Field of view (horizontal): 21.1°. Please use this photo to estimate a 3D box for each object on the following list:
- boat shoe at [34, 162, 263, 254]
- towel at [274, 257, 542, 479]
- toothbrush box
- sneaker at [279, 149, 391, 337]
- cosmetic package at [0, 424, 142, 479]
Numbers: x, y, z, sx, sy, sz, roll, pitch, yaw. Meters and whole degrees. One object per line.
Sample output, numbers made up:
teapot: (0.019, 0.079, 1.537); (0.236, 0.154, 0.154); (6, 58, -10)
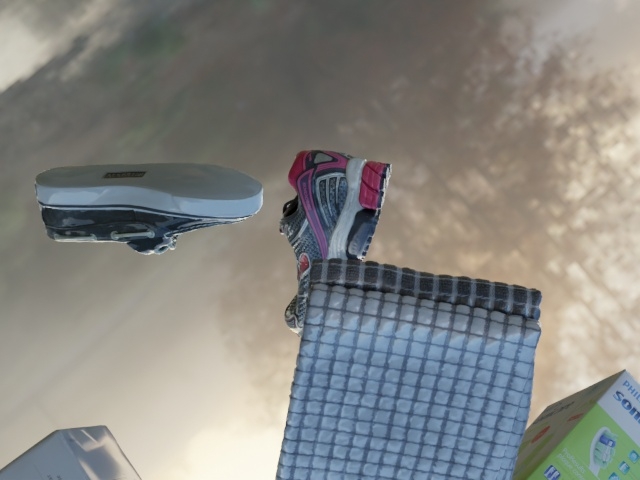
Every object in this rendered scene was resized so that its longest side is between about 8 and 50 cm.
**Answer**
boat shoe: (-0.152, -0.027, 1.552); (0.219, 0.070, 0.078); (3, -155, 20)
towel: (0.084, 0.158, 1.696); (0.121, 0.235, 0.283); (-83, -178, -57)
toothbrush box: (0.258, 0.299, 1.951); (0.283, 0.122, 0.206); (-42, 179, -25)
sneaker: (0.000, 0.000, 2.024); (0.299, 0.112, 0.121); (107, 0, -46)
cosmetic package: (-0.315, 0.351, 1.590); (0.366, 0.197, 0.155); (-35, 171, 6)
